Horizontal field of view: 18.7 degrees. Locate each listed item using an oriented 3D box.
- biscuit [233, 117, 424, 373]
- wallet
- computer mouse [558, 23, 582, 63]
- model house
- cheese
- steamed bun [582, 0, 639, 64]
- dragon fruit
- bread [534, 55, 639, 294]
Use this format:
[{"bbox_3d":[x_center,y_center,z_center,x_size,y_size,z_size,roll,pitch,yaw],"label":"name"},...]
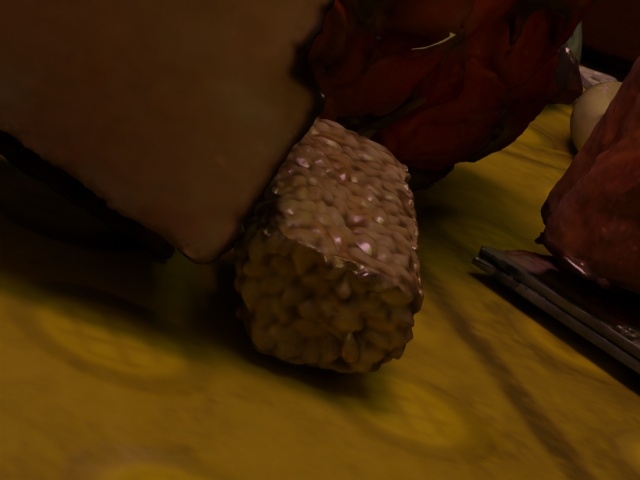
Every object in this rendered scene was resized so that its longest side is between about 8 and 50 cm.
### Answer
[{"bbox_3d":[0.000,0.000,0.846,0.082,0.070,0.168,17,20,-7],"label":"biscuit"},{"bbox_3d":[0.175,0.056,0.985,0.103,0.020,0.196,12,18,-47],"label":"wallet"},{"bbox_3d":[0.112,-0.185,1.439,0.097,0.160,0.288,-7,2,24],"label":"computer mouse"},{"bbox_3d":[-0.076,-0.105,0.826,0.166,0.183,0.172,34,-5,-10],"label":"model house"},{"bbox_3d":[0.232,-0.090,1.448,0.127,0.054,0.251,19,17,-12],"label":"cheese"},{"bbox_3d":[0.220,-0.322,1.816,0.379,0.235,0.248,25,20,6],"label":"steamed bun"},{"bbox_3d":[0.032,-0.167,1.029,0.314,0.296,0.263,12,22,-8],"label":"dragon fruit"},{"bbox_3d":[0.223,-0.012,1.034,0.190,0.123,0.244,39,16,35],"label":"bread"}]
